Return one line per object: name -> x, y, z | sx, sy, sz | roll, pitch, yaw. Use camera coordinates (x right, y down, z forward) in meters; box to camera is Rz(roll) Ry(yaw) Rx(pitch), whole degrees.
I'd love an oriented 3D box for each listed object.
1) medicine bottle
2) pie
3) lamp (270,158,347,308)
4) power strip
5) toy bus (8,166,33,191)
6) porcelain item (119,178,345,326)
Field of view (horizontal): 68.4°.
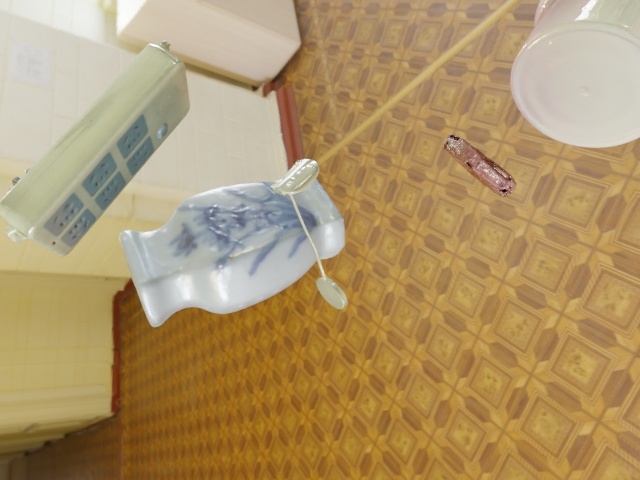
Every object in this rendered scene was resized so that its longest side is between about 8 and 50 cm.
medicine bottle -> 0.452, -0.324, 0.707 | 0.256, 0.256, 0.325 | 10, 55, 53
pie -> 0.276, -0.131, 0.824 | 0.038, 0.153, 0.153 | -53, 44, 15
lamp -> 0.000, 0.000, 0.581 | 0.050, 0.056, 0.198 | 17, 137, 47
power strip -> -0.234, -0.099, 0.524 | 0.270, 0.046, 0.118 | -57, 0, -18
toy bus -> -0.727, -0.143, 1.270 | 0.234, 0.116, 0.134 | -11, 119, 41
porcelain item -> -0.163, 0.010, 0.930 | 0.243, 0.405, 0.178 | 57, 157, 31
